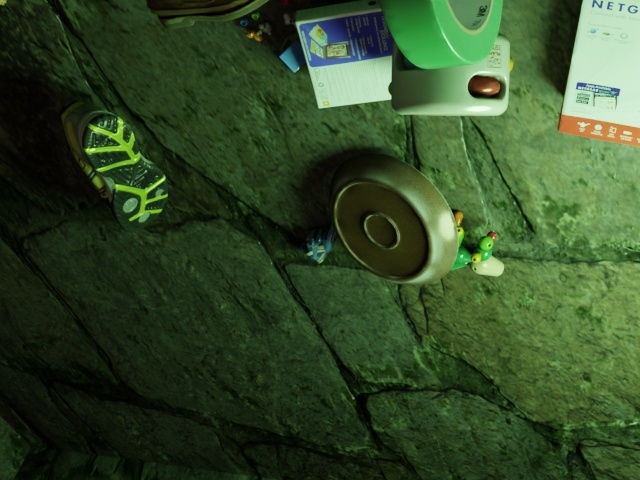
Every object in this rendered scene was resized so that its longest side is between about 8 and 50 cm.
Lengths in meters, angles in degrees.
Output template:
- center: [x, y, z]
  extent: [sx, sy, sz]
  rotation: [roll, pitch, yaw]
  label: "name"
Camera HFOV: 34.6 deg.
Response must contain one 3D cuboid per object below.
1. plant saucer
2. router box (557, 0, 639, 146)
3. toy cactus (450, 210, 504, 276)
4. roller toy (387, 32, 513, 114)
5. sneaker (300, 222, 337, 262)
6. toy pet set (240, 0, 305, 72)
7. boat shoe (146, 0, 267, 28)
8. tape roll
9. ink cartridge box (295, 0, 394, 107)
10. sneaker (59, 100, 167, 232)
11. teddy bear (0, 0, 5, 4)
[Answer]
- center: [0.134, -0.030, 2.084]
  extent: [0.311, 0.050, 0.310]
  rotation: [24, 135, 26]
  label: "plant saucer"
- center: [0.561, -0.270, 1.606]
  extent: [0.336, 0.082, 0.301]
  rotation: [12, 143, 14]
  label: "router box"
- center: [0.302, 0.027, 2.140]
  extent: [0.181, 0.112, 0.219]
  rotation: [20, 147, -30]
  label: "toy cactus"
- center: [0.214, -0.278, 1.679]
  extent: [0.209, 0.191, 0.146]
  rotation: [2, 97, 5]
  label: "roller toy"
- center: [0.000, 0.000, 2.282]
  extent: [0.059, 0.053, 0.144]
  rotation: [29, 143, -6]
  label: "sneaker"
- center: [-0.079, -0.359, 1.846]
  extent: [0.122, 0.065, 0.114]
  rotation: [-17, 129, 42]
  label: "toy pet set"
- center: [-0.190, -0.442, 1.758]
  extent: [0.307, 0.110, 0.104]
  rotation: [-8, 136, 35]
  label: "boat shoe"
- center: [0.169, -0.404, 1.437]
  extent: [0.077, 0.321, 0.321]
  rotation: [-1, 138, 30]
  label: "tape roll"
- center: [0.077, -0.328, 1.805]
  extent: [0.208, 0.045, 0.206]
  rotation: [-5, 139, 11]
  label: "ink cartridge box"
- center: [-0.451, -0.169, 2.266]
  extent: [0.147, 0.145, 0.384]
  rotation: [40, 158, 32]
  label: "sneaker"
- center: [-0.656, -0.566, 1.849]
  extent: [0.245, 0.113, 0.338]
  rotation: [31, 144, -8]
  label: "teddy bear"
